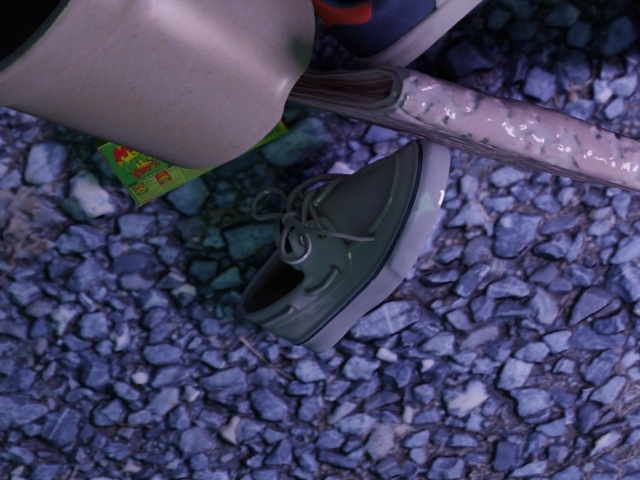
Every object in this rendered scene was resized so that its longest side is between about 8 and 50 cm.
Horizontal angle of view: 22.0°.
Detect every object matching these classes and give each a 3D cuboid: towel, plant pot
[{"bbox_3d":[0.154,-0.118,1.648,0.332,0.317,0.053,13,93,-24],"label":"towel"},{"bbox_3d":[-0.179,-0.218,1.480,0.334,0.334,0.305,-41,137,19],"label":"plant pot"}]

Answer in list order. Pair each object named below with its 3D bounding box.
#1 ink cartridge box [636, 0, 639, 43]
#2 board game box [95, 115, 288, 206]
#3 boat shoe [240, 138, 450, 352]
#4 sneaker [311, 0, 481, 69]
[{"bbox_3d":[0.396,-0.186,1.581,0.130,0.272,0.309,-13,132,2],"label":"ink cartridge box"},{"bbox_3d":[-0.136,-0.117,1.728,0.181,0.043,0.092,-26,130,7],"label":"board game box"},{"bbox_3d":[0.000,-0.007,1.775,0.156,0.135,0.367,18,146,-16],"label":"boat shoe"},{"bbox_3d":[0.125,-0.317,1.577,0.148,0.131,0.350,36,110,-31],"label":"sneaker"}]
